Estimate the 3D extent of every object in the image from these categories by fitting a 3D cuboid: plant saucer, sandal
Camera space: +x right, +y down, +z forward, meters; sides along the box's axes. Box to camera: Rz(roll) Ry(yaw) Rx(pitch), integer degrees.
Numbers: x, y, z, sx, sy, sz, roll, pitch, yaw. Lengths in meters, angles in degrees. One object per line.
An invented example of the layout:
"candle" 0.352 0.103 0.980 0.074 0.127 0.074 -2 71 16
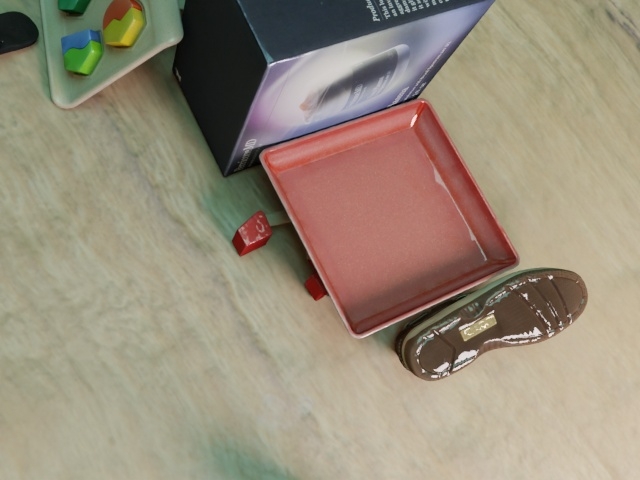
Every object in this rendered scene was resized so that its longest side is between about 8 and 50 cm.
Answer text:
"plant saucer" 0.084 -0.031 1.024 0.259 0.047 0.258 -21 76 -25
"sandal" -0.419 -0.244 0.982 0.067 0.040 0.179 53 49 -2

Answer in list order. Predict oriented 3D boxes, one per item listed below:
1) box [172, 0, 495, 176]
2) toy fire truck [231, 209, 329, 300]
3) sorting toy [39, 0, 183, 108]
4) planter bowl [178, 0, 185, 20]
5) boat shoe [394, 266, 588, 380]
"box" -0.001 -0.246 0.992 0.294 0.296 0.182 -21 79 -21
"toy fire truck" 0.000 0.000 1.039 0.192 0.047 0.135 -30 81 -23
"sorting toy" -0.268 -0.286 1.000 0.038 0.208 0.193 15 59 -57
"planter bowl" -0.165 -0.346 1.068 0.162 0.162 0.109 10 95 -13
"boat shoe" 0.210 0.095 1.037 0.258 0.095 0.095 -17 97 -14
